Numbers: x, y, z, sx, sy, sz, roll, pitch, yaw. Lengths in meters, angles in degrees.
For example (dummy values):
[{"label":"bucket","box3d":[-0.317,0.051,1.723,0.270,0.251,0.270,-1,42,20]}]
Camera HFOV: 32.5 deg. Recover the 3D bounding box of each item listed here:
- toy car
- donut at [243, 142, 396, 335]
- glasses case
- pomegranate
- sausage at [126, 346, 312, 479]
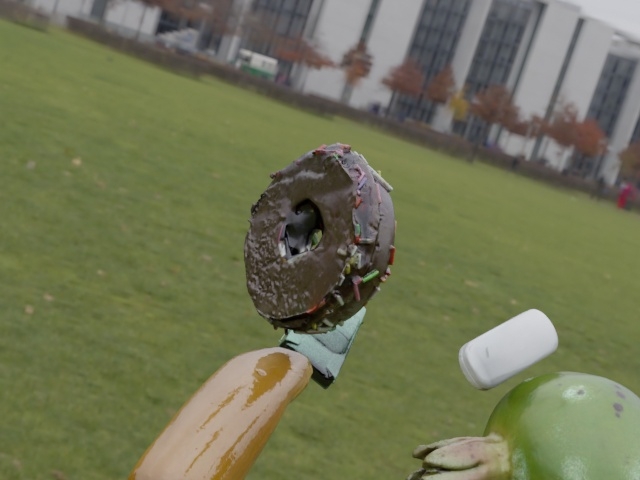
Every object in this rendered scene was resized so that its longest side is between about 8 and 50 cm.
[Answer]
[{"label":"toy car","box3d":[0.016,0.184,2.300,0.141,0.097,0.320,39,28,-3]},{"label":"donut","box3d":[0.000,0.000,1.481,0.103,0.269,0.270,18,6,-40]},{"label":"glasses case","box3d":[0.230,0.131,1.331,0.164,0.041,0.063,-22,78,-41]},{"label":"pomegranate","box3d":[0.249,0.262,1.270,0.302,0.235,0.236,5,10,-11]},{"label":"sausage","box3d":[-0.123,0.239,1.427,0.134,0.116,0.354,-20,20,37]}]
